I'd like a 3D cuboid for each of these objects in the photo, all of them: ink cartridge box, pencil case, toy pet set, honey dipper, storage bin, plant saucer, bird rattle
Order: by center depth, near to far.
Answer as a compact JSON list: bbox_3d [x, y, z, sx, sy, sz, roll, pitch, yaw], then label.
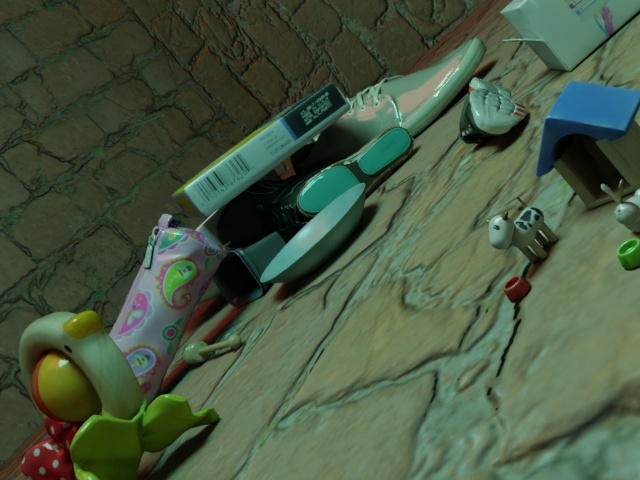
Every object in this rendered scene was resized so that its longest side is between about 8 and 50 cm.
[{"bbox_3d":[0.144,-0.039,0.352,0.114,0.065,0.122,-50,11,-34],"label":"toy pet set"},{"bbox_3d":[-0.231,0.168,0.665,0.143,0.206,0.254,-27,6,-41],"label":"bird rattle"},{"bbox_3d":[0.271,-0.253,0.702,0.143,0.090,0.092,-42,9,15],"label":"ink cartridge box"},{"bbox_3d":[0.000,0.000,0.890,0.195,0.037,0.195,-43,9,9],"label":"plant saucer"},{"bbox_3d":[-0.148,0.146,0.891,0.030,0.030,0.161,-49,12,-32],"label":"honey dipper"},{"bbox_3d":[-0.247,0.108,0.965,0.284,0.124,0.124,-65,12,-6],"label":"pencil case"},{"bbox_3d":[-0.112,0.037,1.062,0.091,0.098,0.135,-37,4,-34],"label":"storage bin"},{"bbox_3d":[-0.124,-0.151,1.166,0.304,0.072,0.307,-40,15,-13],"label":"ink cartridge box"}]

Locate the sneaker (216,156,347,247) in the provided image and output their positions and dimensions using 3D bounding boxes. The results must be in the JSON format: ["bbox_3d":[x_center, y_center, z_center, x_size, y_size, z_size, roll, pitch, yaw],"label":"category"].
[{"bbox_3d":[-0.054,-0.060,1.095,0.267,0.101,0.106,-27,24,1],"label":"sneaker"}]

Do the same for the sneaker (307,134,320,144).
[{"bbox_3d":[0.030,-0.225,1.536,0.232,0.115,0.090,-49,11,-31],"label":"sneaker"}]

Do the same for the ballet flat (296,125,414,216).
[{"bbox_3d":[0.057,-0.100,1.012,0.206,0.073,0.067,-32,-6,1],"label":"ballet flat"}]

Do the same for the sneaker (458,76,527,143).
[{"bbox_3d":[0.178,-0.127,0.700,0.158,0.061,0.064,-60,-8,-63],"label":"sneaker"}]

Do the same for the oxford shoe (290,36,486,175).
[{"bbox_3d":[0.101,-0.222,1.188,0.449,0.130,0.169,-35,10,35],"label":"oxford shoe"}]

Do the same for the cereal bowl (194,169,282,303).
[{"bbox_3d":[-0.182,0.010,1.304,0.339,0.141,0.339,-41,9,8],"label":"cereal bowl"}]
